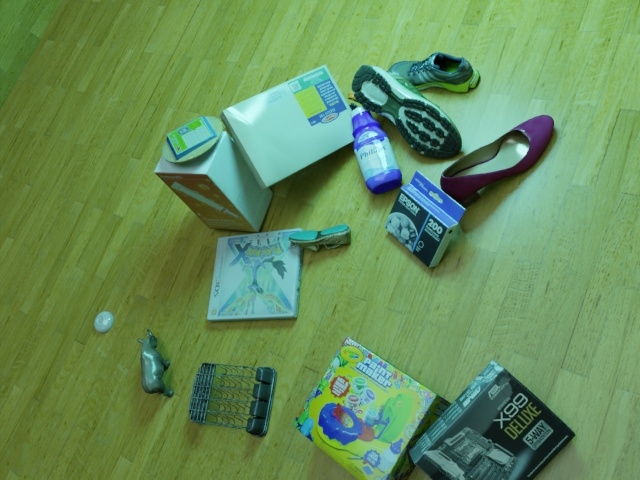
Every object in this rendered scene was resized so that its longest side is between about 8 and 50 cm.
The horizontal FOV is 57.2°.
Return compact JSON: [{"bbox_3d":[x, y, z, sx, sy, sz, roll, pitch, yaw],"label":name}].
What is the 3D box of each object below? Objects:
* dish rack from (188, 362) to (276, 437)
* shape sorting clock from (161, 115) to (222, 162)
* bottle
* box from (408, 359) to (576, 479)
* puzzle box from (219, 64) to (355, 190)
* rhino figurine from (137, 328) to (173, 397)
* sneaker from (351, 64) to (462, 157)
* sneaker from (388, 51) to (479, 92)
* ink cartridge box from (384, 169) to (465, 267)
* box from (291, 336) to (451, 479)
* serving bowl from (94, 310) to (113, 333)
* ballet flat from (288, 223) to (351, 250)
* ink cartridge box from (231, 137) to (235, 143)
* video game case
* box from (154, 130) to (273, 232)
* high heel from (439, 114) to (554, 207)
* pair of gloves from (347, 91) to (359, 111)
[{"bbox_3d":[-0.279,0.480,1.808,0.271,0.074,0.208,-1,67,28],"label":"dish rack"},{"bbox_3d":[-0.391,-0.307,1.794,0.206,0.040,0.206,-12,44,12],"label":"shape sorting clock"},{"bbox_3d":[0.167,-0.292,1.872,0.118,0.092,0.283,-20,72,11],"label":"bottle"},{"bbox_3d":[0.402,0.478,1.390,0.242,0.076,0.307,43,92,-6],"label":"box"},{"bbox_3d":[-0.081,-0.368,1.884,0.409,0.052,0.272,-31,93,-24],"label":"puzzle box"},{"bbox_3d":[-0.557,0.403,1.953,0.073,0.106,0.243,-26,60,14],"label":"rhino figurine"},{"bbox_3d":[0.302,-0.428,1.856,0.410,0.182,0.158,44,135,13],"label":"sneaker"},{"bbox_3d":[0.356,-0.558,1.898,0.300,0.121,0.111,8,73,29],"label":"sneaker"},{"bbox_3d":[0.295,-0.062,1.697,0.206,0.045,0.208,45,132,33],"label":"ink cartridge box"},{"bbox_3d":[0.136,0.458,1.547,0.290,0.177,0.279,28,82,32],"label":"box"},{"bbox_3d":[-0.804,0.299,2.166,0.083,0.027,0.083,-10,64,22],"label":"serving bowl"},{"bbox_3d":[0.000,0.000,1.868,0.206,0.067,0.073,-7,29,19],"label":"ballet flat"},{"bbox_3d":[-0.219,-0.336,2.040,0.086,0.203,0.148,-2,68,25],"label":"ink cartridge box"},{"bbox_3d":[-0.216,0.116,1.947,0.329,0.036,0.300,-6,67,24],"label":"video game case"},{"bbox_3d":[-0.341,-0.189,1.943,0.215,0.345,0.168,5,62,28],"label":"box"},{"bbox_3d":[0.504,-0.246,1.658,0.377,0.181,0.127,-45,57,3],"label":"high heel"},{"bbox_3d":[0.120,-0.481,2.049,0.074,0.010,0.083,15,79,29],"label":"pair of gloves"}]
